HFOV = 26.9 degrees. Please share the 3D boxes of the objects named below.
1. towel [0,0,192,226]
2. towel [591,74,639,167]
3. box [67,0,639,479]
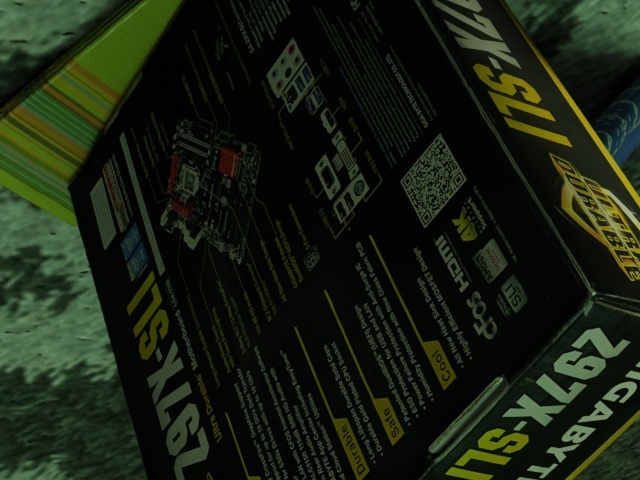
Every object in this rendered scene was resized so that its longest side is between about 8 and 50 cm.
[{"bbox_3d":[-0.081,-0.098,0.734,0.237,0.021,0.102,-37,141,14],"label":"towel"},{"bbox_3d":[0.100,0.027,0.769,0.243,0.040,0.336,-53,173,29],"label":"towel"},{"bbox_3d":[0.000,0.000,0.614,0.079,0.322,0.257,12,128,-35],"label":"box"}]
